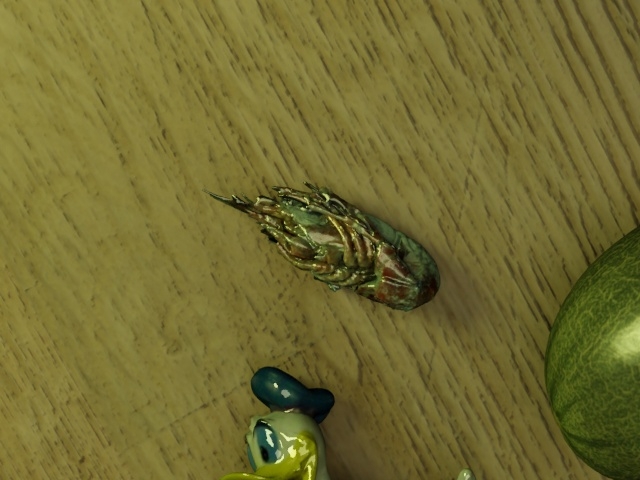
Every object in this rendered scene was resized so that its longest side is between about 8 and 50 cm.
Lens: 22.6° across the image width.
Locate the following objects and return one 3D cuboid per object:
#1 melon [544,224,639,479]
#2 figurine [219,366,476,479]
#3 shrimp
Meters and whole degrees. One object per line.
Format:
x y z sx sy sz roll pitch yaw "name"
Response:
0.338 0.088 1.399 0.302 0.237 0.237 -30 98 4 "melon"
0.016 0.272 1.467 0.283 0.204 0.338 -30 86 8 "figurine"
0.000 0.000 1.452 0.233 0.079 0.090 22 133 -3 "shrimp"
